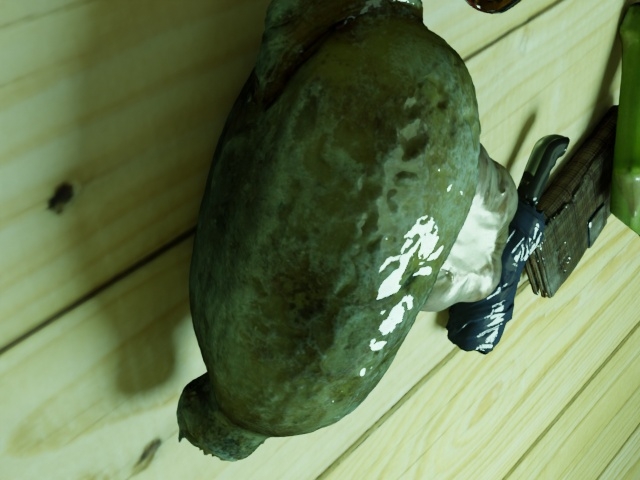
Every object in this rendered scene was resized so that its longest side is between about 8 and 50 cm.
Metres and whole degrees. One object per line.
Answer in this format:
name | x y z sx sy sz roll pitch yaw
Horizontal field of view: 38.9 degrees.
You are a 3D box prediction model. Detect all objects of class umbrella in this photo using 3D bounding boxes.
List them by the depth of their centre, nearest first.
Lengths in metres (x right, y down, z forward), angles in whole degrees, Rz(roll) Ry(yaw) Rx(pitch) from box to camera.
umbrella | 0.197 0.000 0.962 0.071 0.071 0.248 13 97 -55

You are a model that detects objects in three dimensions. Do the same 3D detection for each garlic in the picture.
garlic | 0.099 -0.017 0.778 0.147 0.102 0.159 -33 125 -18

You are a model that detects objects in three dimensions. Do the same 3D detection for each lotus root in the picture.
lotus root | 0.002 0.001 0.597 0.175 0.175 0.349 -5 118 -52

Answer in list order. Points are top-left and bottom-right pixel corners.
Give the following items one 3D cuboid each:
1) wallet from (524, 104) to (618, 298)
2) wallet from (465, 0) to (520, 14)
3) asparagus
wallet | 0.315 -0.048 1.097 0.230 0.042 0.124 -50 138 -24
wallet | 0.181 -0.260 0.690 0.161 0.042 0.195 -60 -174 -3
asparagus | 0.373 -0.137 1.055 0.067 0.060 0.277 -2 100 -42
